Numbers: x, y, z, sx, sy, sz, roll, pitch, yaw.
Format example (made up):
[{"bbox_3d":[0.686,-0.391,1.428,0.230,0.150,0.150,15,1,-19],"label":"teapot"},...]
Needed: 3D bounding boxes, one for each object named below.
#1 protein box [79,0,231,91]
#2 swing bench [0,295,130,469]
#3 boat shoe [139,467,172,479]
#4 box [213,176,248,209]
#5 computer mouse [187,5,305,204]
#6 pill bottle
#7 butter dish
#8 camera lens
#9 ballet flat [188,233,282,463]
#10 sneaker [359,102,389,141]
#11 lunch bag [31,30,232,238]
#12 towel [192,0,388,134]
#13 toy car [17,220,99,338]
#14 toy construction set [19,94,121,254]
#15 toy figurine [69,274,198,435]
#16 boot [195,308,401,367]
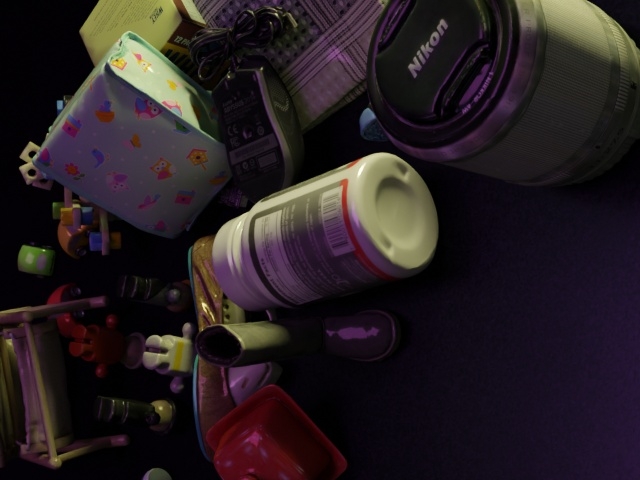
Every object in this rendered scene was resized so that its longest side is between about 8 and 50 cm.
[{"bbox_3d":[-0.255,-0.326,1.813,0.200,0.136,0.201,-48,52,28],"label":"protein box"},{"bbox_3d":[-0.470,0.237,1.881,0.254,0.165,0.253,-10,90,43],"label":"swing bench"},{"bbox_3d":[-0.251,0.450,1.737,0.083,0.065,0.183,-43,50,35],"label":"boat shoe"},{"bbox_3d":[-0.132,-0.094,1.734,0.067,0.018,0.083,17,96,45],"label":"box"},{"bbox_3d":[-0.080,-0.183,1.597,0.188,0.072,0.272,-12,91,40],"label":"computer mouse"},{"bbox_3d":[0.000,0.000,1.486,0.283,0.161,0.161,-19,70,42],"label":"pill bottle"},{"bbox_3d":[-0.076,0.301,1.504,0.160,0.118,0.160,-40,93,28],"label":"butter dish"},{"bbox_3d":[0.203,-0.178,1.232,0.219,0.274,0.220,-9,77,44],"label":"camera lens"},{"bbox_3d":[-0.118,0.149,1.635,0.124,0.116,0.343,-12,70,23],"label":"ballet flat"},{"bbox_3d":[0.137,-0.216,1.450,0.232,0.081,0.091,-33,55,31],"label":"sneaker"},{"bbox_3d":[-0.257,-0.144,1.702,0.223,0.262,0.160,-47,19,26],"label":"lunch bag"},{"bbox_3d":[-0.028,-0.332,1.554,0.324,0.056,0.312,-34,87,38],"label":"towel"},{"bbox_3d":[-0.492,0.045,2.047,0.225,0.053,0.239,10,90,45],"label":"toy car"},{"bbox_3d":[-0.410,-0.128,1.932,0.327,0.151,0.215,37,130,54],"label":"toy construction set"},{"bbox_3d":[-0.261,0.173,1.739,0.209,0.148,0.213,-48,51,21],"label":"toy figurine"},{"bbox_3d":[-0.027,0.125,1.457,0.189,0.208,0.076,-13,75,43],"label":"boot"}]
